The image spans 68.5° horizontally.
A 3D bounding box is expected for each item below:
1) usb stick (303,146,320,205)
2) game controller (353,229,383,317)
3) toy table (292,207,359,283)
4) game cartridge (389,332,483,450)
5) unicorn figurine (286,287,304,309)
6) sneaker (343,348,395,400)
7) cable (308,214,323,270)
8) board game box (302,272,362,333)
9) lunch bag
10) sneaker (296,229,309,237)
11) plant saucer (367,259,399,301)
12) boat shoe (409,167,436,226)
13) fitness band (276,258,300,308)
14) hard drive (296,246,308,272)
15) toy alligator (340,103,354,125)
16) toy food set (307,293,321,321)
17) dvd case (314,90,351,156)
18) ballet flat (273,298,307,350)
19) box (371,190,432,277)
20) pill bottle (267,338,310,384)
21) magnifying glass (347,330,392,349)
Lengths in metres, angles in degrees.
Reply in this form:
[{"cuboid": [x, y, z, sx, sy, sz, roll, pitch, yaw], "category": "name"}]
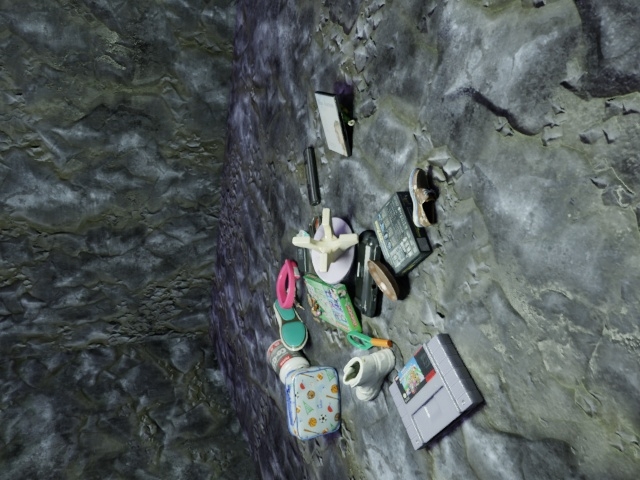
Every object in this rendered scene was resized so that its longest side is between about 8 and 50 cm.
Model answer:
[{"cuboid": [-0.042, -0.298, 2.194, 0.077, 0.045, 0.278, 144, 120, -68], "category": "usb stick"}, {"cuboid": [0.180, 0.124, 1.768, 0.166, 0.067, 0.320, -132, 45, -73], "category": "game controller"}, {"cuboid": [0.034, 0.016, 1.828, 0.161, 0.252, 0.275, 56, -157, -64], "category": "toy table"}, {"cuboid": [0.336, 0.472, 1.459, 0.230, 0.068, 0.355, 63, 145, 34], "category": "game cartridge"}, {"cuboid": [-0.144, 0.294, 2.429, 0.111, 0.060, 0.162, 136, 126, -59], "category": "unicorn figurine"}, {"cuboid": [0.145, 0.506, 1.729, 0.108, 0.169, 0.293, 61, 144, 40], "category": "sneaker"}, {"cuboid": [0.000, 0.000, 2.060, 0.287, 0.072, 0.140, -104, 31, -43], "category": "cable"}, {"cuboid": [0.044, 0.260, 1.967, 0.317, 0.046, 0.214, 12, 127, 63], "category": "board game box"}, {"cuboid": [-0.040, 0.691, 2.037, 0.115, 0.243, 0.304, -17, 77, 63], "category": "lunch bag"}, {"cuboid": [-0.065, -0.015, 2.218, 0.166, 0.076, 0.065, 162, 106, -74], "category": "sneaker"}, {"cuboid": [0.219, 0.132, 1.607, 0.168, 0.029, 0.168, 54, 169, 16], "category": "plant saucer"}, {"cuboid": [0.322, -0.133, 1.443, 0.066, 0.066, 0.183, 5, 106, 59], "category": "boat shoe"}, {"cuboid": [-0.171, 0.221, 2.399, 0.291, 0.054, 0.209, -113, 40, -61], "category": "fitness band"}, {"cuboid": [-0.089, 0.091, 2.343, 0.094, 0.022, 0.135, -9, 84, 64], "category": "hard drive"}, {"cuboid": [0.092, -0.499, 1.903, 0.190, 0.056, 0.051, 53, -177, 40], "category": "toy alligator"}, {"cuboid": [-0.023, 0.296, 2.077, 0.078, 0.019, 0.122, 19, 125, 60], "category": "toy food set"}, {"cuboid": [0.051, -0.472, 1.901, 0.180, 0.022, 0.253, 40, 151, 57], "category": "dvd case"}, {"cuboid": [-0.151, 0.451, 2.400, 0.400, 0.139, 0.139, -121, 37, -56], "category": "ballet flat"}, {"cuboid": [0.264, -0.019, 1.564, 0.183, 0.059, 0.233, -53, 46, 52], "category": "box"}, {"cuboid": [-0.148, 0.625, 2.347, 0.283, 0.161, 0.161, 34, 122, 59], "category": "pill bottle"}, {"cuboid": [0.182, 0.380, 1.765, 0.092, 0.026, 0.231, 50, 149, -18], "category": "magnifying glass"}]
